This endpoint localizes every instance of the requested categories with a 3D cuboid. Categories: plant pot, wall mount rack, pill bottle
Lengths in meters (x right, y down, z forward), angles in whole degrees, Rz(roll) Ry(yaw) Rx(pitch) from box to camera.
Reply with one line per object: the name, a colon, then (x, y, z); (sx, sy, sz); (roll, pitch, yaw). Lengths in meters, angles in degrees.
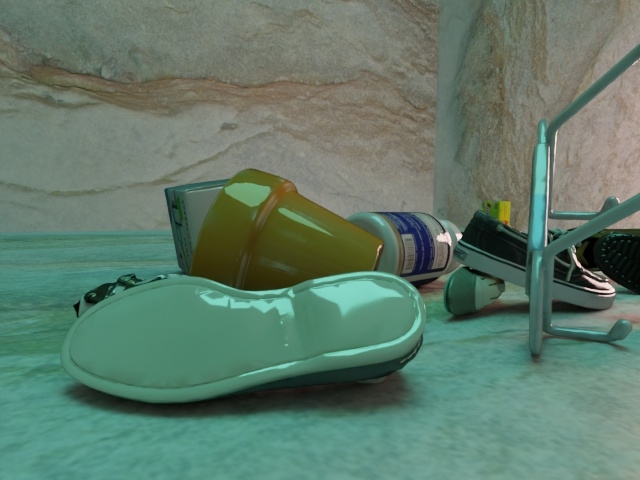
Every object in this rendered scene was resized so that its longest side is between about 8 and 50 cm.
plant pot: (-0.028, 0.033, 0.554); (0.188, 0.205, 0.205); (18, 8, 11)
wall mount rack: (0.309, -0.050, 0.500); (0.131, 0.349, 0.304); (2, -37, 25)
pill bottle: (0.166, 0.019, 0.878); (0.265, 0.153, 0.153); (-2, 6, -43)

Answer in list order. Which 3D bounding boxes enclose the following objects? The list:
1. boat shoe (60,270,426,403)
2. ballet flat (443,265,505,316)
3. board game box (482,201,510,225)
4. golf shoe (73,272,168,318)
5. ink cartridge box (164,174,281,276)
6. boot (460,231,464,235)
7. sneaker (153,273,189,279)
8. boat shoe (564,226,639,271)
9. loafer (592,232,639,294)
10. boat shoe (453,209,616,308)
boat shoe: (-0.067, 0.100, 0.407); (0.320, 0.116, 0.099); (-6, -39, 1)
ballet flat: (0.254, 0.074, 0.699); (0.068, 0.072, 0.213); (-3, 1, 30)
board game box: (0.580, -0.039, 1.462); (0.043, 0.181, 0.092); (0, 5, -14)
golf shoe: (-0.236, 0.088, 0.536); (0.094, 0.077, 0.198); (-18, 9, -41)
ink cartridge box: (-0.207, -0.031, 0.962); (0.197, 0.198, 0.270); (-12, 11, -25)
boot: (0.435, 0.002, 1.558); (0.220, 0.082, 0.106); (-2, 8, -14)
sneaker: (-0.158, 0.081, 0.667); (0.191, 0.071, 0.083); (-12, 17, -29)
boat shoe: (0.633, 0.020, 1.042); (0.105, 0.110, 0.307); (-8, -5, -30)
loafer: (0.512, 0.064, 0.662); (0.220, 0.080, 0.078); (30, -2, 12)
boat shoe: (0.367, 0.026, 0.720); (0.307, 0.104, 0.113); (18, 14, -10)
